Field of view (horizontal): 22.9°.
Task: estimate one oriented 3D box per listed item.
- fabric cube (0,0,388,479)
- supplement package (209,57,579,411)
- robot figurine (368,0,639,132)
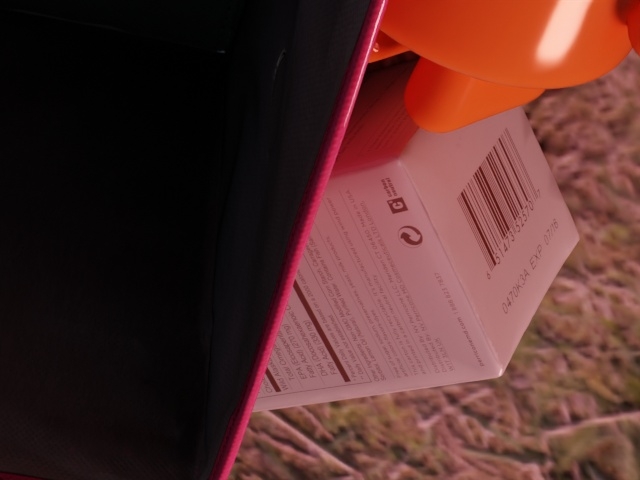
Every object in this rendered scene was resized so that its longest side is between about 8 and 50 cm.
[{"bbox_3d":[-0.127,-0.102,0.495,0.259,0.258,0.254,10,134,-10],"label":"fabric cube"},{"bbox_3d":[0.000,0.000,0.679,0.179,0.105,0.105,-12,116,35],"label":"supplement package"},{"bbox_3d":[0.074,-0.141,0.528,0.128,0.158,0.219,11,131,-16],"label":"robot figurine"}]
